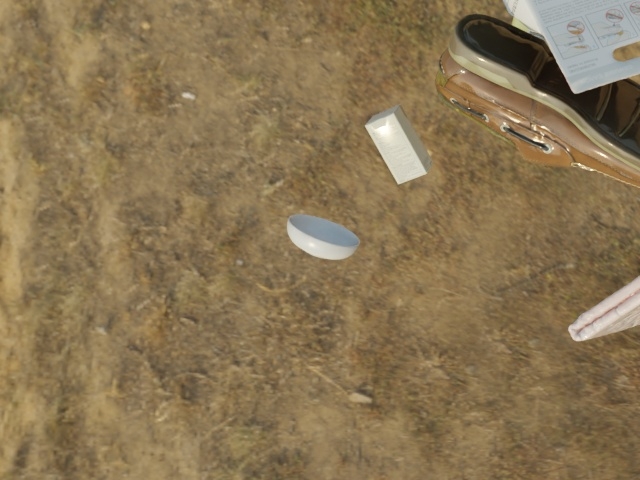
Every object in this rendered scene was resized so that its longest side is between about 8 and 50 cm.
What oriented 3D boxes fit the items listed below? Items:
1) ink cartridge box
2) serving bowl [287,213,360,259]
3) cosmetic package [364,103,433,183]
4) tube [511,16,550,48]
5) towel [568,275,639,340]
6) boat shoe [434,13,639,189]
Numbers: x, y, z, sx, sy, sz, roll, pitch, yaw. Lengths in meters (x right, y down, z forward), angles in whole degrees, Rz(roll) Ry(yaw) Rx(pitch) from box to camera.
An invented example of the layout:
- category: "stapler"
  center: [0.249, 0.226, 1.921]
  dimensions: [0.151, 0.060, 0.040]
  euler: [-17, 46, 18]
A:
- category: "ink cartridge box"
  center: [0.303, -0.265, 0.949]
  dimensions: [0.189, 0.066, 0.233]
  euler: [-18, 71, -3]
- category: "serving bowl"
  center: [0.000, 0.000, 0.972]
  dimensions: [0.083, 0.083, 0.027]
  euler: [32, 111, 33]
- category: "cosmetic package"
  center: [0.127, -0.155, 1.424]
  dimensions: [0.060, 0.041, 0.115]
  euler: [-18, 112, 34]
- category: "tube"
  center: [0.313, -0.360, 1.232]
  dimensions: [0.062, 0.070, 0.240]
  euler: [13, 86, 13]
- category: "towel"
  center: [0.662, 0.081, 1.678]
  dimensions: [0.317, 0.331, 0.053]
  euler: [-44, 63, 34]
- category: "boat shoe"
  center: [0.271, -0.137, 0.987]
  dimensions: [0.307, 0.111, 0.104]
  euler: [36, 142, 13]
